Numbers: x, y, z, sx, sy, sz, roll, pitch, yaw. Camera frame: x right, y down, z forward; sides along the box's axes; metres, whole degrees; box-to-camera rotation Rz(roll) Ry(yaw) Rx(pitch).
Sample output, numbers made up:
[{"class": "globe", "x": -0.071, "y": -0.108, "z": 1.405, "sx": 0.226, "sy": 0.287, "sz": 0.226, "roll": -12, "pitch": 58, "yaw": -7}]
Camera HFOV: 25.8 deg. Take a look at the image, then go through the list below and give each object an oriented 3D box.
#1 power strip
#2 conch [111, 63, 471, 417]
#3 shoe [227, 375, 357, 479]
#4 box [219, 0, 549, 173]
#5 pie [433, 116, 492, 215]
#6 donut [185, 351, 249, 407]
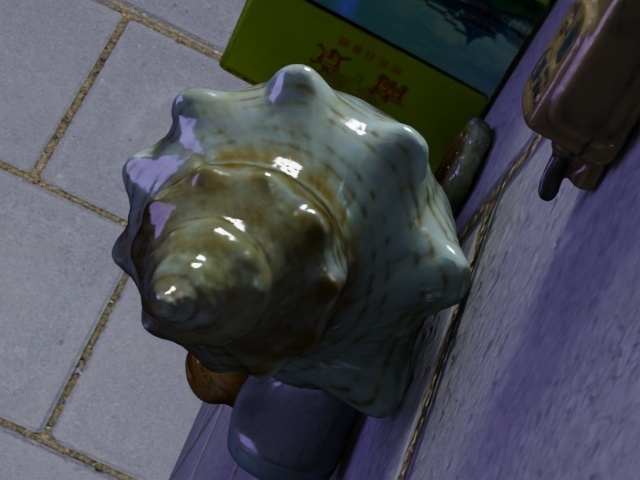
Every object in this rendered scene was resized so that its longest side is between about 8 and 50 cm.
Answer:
[{"class": "power strip", "x": 0.158, "y": -0.146, "z": 0.557, "sx": 0.064, "sy": 0.044, "sz": 0.305, "roll": -76, "pitch": 13, "yaw": -65}, {"class": "conch", "x": 0.011, "y": 0.000, "z": 0.798, "sx": 0.386, "sy": 0.169, "sz": 0.203, "roll": -15, "pitch": -78, "yaw": -54}, {"class": "shoe", "x": -0.005, "y": 0.079, "z": 0.927, "sx": 0.195, "sy": 0.079, "sz": 0.078, "roll": -62, "pitch": -13, "yaw": -59}, {"class": "box", "x": 0.074, "y": -0.206, "z": 0.935, "sx": 0.335, "sy": 0.187, "sz": 0.047, "roll": -60, "pitch": 3, "yaw": 39}, {"class": "pie", "x": 0.089, "y": -0.044, "z": 0.926, "sx": 0.084, "sy": 0.020, "sz": 0.084, "roll": -155, "pitch": 90, "yaw": -86}, {"class": "donut", "x": -0.024, "y": 0.044, "z": 1.130, "sx": 0.227, "sy": 0.113, "sz": 0.226, "roll": -64, "pitch": 4, "yaw": 8}]
